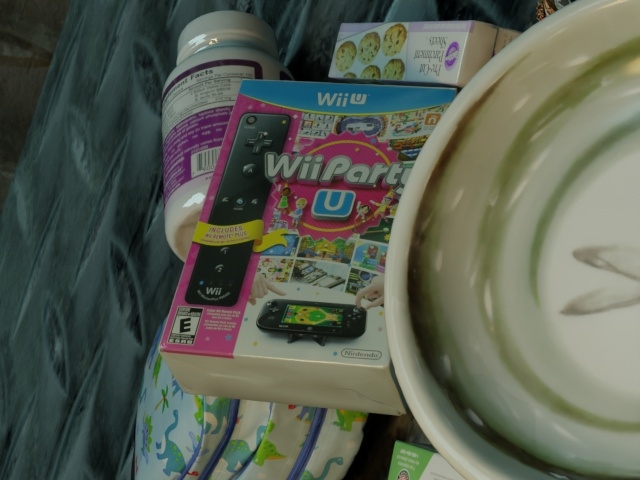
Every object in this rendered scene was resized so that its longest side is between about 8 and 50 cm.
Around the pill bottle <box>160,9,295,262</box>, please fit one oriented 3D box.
[{"bbox_3d":[-0.105,-0.122,2.129,0.169,0.169,0.302,127,147,-46],"label":"pill bottle"}]

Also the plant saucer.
[{"bbox_3d":[0.235,0.012,1.233,0.400,0.100,0.401,-15,62,30],"label":"plant saucer"}]

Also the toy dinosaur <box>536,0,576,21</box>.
[{"bbox_3d":[0.244,-0.222,1.455,0.322,0.164,0.218,52,144,39],"label":"toy dinosaur"}]

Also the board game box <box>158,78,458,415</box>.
[{"bbox_3d":[0.000,0.000,1.669,0.097,0.224,0.303,67,-147,-53],"label":"board game box"}]

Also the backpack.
[{"bbox_3d":[-0.072,0.172,1.849,0.355,0.273,0.290,-31,43,44],"label":"backpack"}]

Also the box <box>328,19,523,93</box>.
[{"bbox_3d":[0.100,-0.186,1.816,0.324,0.063,0.067,-162,84,-67],"label":"box"}]

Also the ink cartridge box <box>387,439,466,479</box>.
[{"bbox_3d":[0.112,0.290,1.506,0.160,0.092,0.220,-174,96,-68],"label":"ink cartridge box"}]
